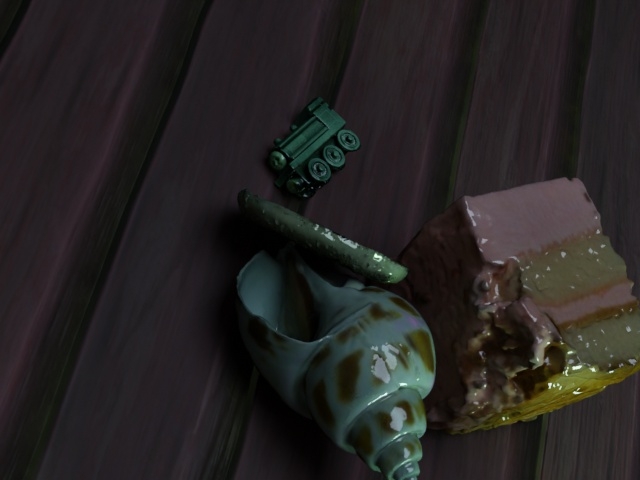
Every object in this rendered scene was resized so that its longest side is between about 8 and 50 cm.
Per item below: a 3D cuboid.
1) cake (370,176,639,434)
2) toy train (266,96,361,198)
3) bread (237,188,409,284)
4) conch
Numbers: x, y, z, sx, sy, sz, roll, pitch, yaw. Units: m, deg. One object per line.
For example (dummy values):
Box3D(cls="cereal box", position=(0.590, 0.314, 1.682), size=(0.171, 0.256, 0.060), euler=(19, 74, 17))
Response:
Box3D(cls="cake", position=(0.272, 0.100, 2.010), size=(0.293, 0.314, 0.307), euler=(-8, 71, -39))
Box3D(cls="toy train", position=(-0.015, -0.136, 2.095), size=(0.111, 0.071, 0.170), euler=(43, 47, 3))
Box3D(cls="bread", position=(0.000, 0.000, 1.923), size=(0.267, 0.267, 0.040), euler=(26, 89, -24))
Box3D(cls="conch", position=(0.028, 0.160, 1.826), size=(0.249, 0.197, 0.368), euler=(-1, 26, -29))
